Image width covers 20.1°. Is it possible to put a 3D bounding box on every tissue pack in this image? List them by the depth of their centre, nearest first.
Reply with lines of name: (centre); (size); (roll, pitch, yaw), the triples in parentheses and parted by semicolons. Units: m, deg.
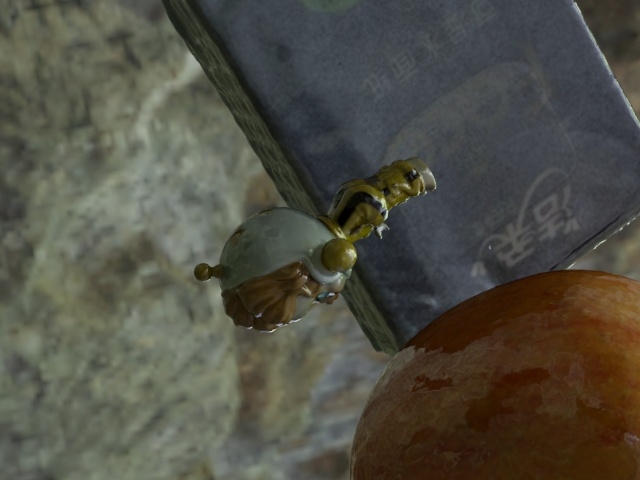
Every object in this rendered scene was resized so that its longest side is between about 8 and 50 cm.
tissue pack: (0.081, -0.128, 1.484); (0.288, 0.124, 0.394); (-35, -69, -10)

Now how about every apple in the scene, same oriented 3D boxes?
apple: (0.148, 0.169, 1.216); (0.275, 0.299, 0.299); (-9, -25, 19)

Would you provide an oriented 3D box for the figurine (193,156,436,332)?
figurine: (0.002, -0.001, 1.040); (0.143, 0.068, 0.101); (-33, 3, 6)
